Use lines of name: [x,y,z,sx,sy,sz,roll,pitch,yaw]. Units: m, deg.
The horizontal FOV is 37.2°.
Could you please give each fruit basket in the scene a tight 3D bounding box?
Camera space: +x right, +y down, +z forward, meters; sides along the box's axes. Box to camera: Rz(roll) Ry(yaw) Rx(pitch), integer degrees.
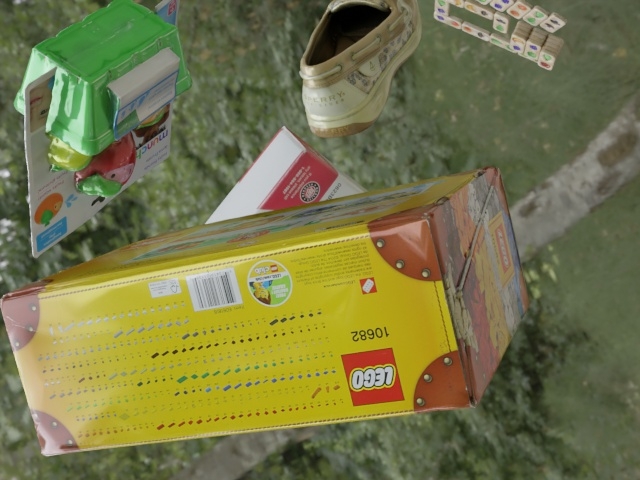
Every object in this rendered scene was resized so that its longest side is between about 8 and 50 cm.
fruit basket: [-0.314,-0.168,1.437,0.165,0.327,0.353,29,138,19]

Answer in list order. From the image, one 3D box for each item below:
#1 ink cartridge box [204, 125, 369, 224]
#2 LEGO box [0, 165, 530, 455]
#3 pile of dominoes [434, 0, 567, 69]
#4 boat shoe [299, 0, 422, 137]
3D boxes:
ink cartridge box: [0.000,0.000,1.933,0.385,0.279,0.160,35,-173,-30]
LEGO box: [-0.044,0.073,1.115,0.372,0.500,0.193,-29,-73,-67]
pile of dominoes: [0.311,-0.385,1.707,0.251,0.040,0.196,26,171,12]
boat shoe: [0.045,-0.229,1.044,0.285,0.105,0.089,-73,-30,-45]
